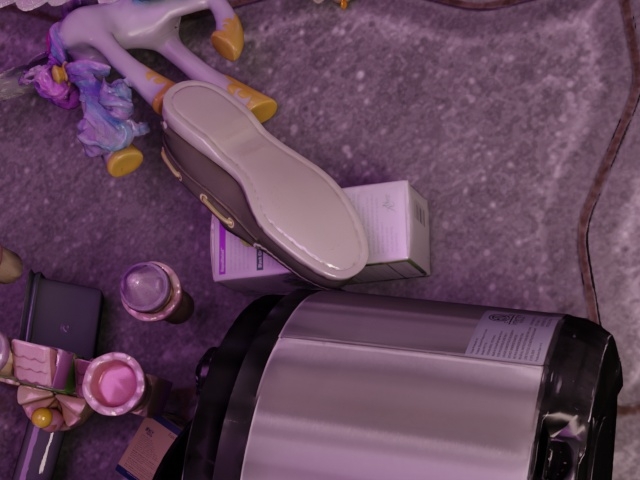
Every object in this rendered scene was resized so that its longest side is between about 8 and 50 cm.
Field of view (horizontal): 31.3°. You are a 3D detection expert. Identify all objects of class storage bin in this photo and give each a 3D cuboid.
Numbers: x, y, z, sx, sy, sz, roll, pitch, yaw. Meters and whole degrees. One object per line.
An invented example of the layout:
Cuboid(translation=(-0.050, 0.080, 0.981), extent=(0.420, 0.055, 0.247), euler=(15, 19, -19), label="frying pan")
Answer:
Cuboid(translation=(-0.319, 0.112, 1.409), extent=(0.091, 0.098, 0.135), euler=(8, 78, -6), label="storage bin")

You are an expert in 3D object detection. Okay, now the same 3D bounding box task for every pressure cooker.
Cuboid(translation=(0.055, 0.226, 1.078), extent=(0.421, 0.370, 0.375), euler=(5, 75, 18), label="pressure cooker")

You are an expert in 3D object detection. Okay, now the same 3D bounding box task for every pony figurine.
Cuboid(translation=(-0.275, -0.256, 1.409), extent=(0.351, 0.302, 0.363), euler=(-24, 61, -21), label="pony figurine")

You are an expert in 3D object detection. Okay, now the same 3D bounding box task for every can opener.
Cuboid(translation=(-0.330, 0.318, 1.377), extent=(0.095, 0.076, 0.283), euler=(15, 81, -9), label="can opener")

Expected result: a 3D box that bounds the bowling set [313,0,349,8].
Cuboid(translation=(-0.067, -0.421, 1.433), extent=(0.200, 0.154, 0.286), euler=(-7, 75, 38), label="bowling set")

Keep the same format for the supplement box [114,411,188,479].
Cuboid(translation=(-0.176, 0.253, 1.329), extent=(0.083, 0.056, 0.083), euler=(29, 88, 24), label="supplement box")

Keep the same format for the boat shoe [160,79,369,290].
Cuboid(translation=(-0.067, -0.050, 1.243), extent=(0.109, 0.091, 0.305), euler=(-28, 63, -36), label="boat shoe")

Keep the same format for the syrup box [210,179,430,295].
Cuboid(translation=(0.000, 0.000, 1.306), extent=(0.237, 0.093, 0.096), euler=(-6, 74, 20), label="syrup box")

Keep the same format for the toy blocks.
Cuboid(translation=(-0.311, 0.146, 1.206), extent=(0.289, 0.260, 0.308), euler=(12, 80, 9), label="toy blocks")
